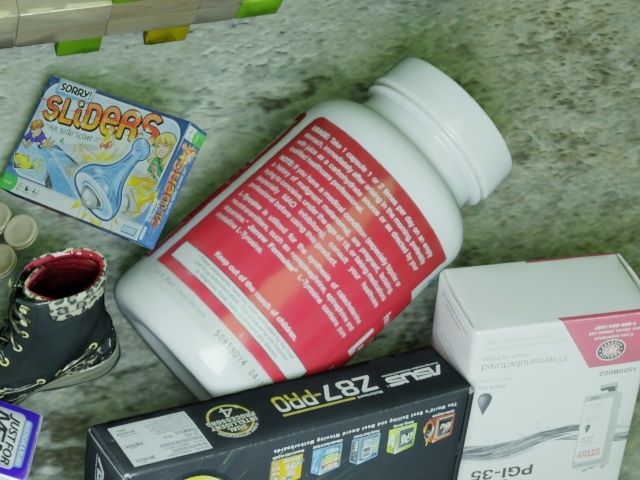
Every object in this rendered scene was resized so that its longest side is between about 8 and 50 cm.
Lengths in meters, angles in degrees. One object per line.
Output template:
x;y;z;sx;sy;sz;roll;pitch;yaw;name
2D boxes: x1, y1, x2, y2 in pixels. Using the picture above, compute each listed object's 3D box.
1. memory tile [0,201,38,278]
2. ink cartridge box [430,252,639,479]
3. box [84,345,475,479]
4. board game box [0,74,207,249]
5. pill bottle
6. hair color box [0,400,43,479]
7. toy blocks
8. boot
-0.373;0.001;1.734;0.148;0.012;0.113;27;76;26;memory tile
0.228;0.165;1.793;0.207;0.117;0.283;-6;126;-14;ink cartridge box
-0.049;0.292;1.674;0.395;0.097;0.318;-10;125;-30;box
-0.230;-0.084;1.738;0.201;0.035;0.136;19;81;31;board game box
0.000;0.000;1.757;0.407;0.229;0.229;-42;98;-11;pill bottle
-0.470;0.211;1.657;0.339;0.110;0.185;22;125;-11;hair color box
-0.247;-0.353;1.752;0.381;0.191;0.261;-10;79;-15;toy blocks
-0.320;0.098;1.698;0.236;0.178;0.085;-18;59;-18;boot
